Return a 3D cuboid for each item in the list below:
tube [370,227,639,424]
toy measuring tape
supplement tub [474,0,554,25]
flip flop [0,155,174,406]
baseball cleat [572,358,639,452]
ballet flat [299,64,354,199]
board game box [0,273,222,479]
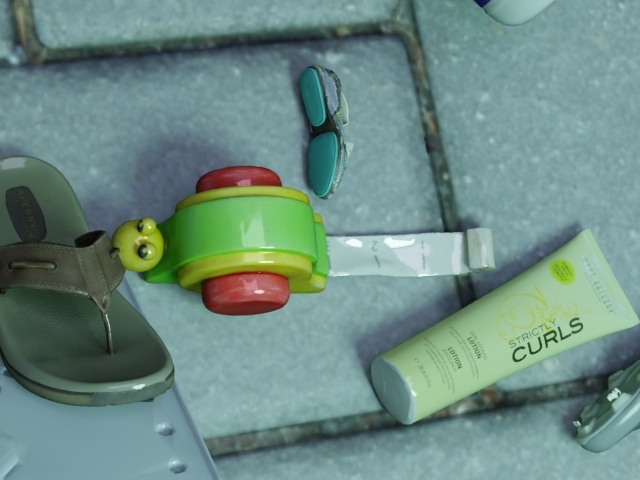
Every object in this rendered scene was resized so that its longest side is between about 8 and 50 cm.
[{"bbox_3d":[0.153,0.073,1.467,0.240,0.062,0.070,-24,125,-26],"label":"tube"},{"bbox_3d":[0.000,0.000,1.406,0.330,0.121,0.121,0,76,-17],"label":"toy measuring tape"},{"bbox_3d":[0.126,-0.368,1.469,0.331,0.241,0.241,44,68,-3],"label":"supplement tub"},{"bbox_3d":[-0.189,0.018,1.294,0.112,0.080,0.277,-8,44,-23],"label":"flip flop"},{"bbox_3d":[0.308,0.126,1.493,0.206,0.072,0.109,-43,98,-18],"label":"baseball cleat"},{"bbox_3d":[0.010,-0.090,1.474,0.041,0.041,0.114,-3,79,-18],"label":"ballet flat"},{"bbox_3d":[-0.271,0.167,1.183,0.390,0.050,0.390,-7,37,-21],"label":"board game box"}]
